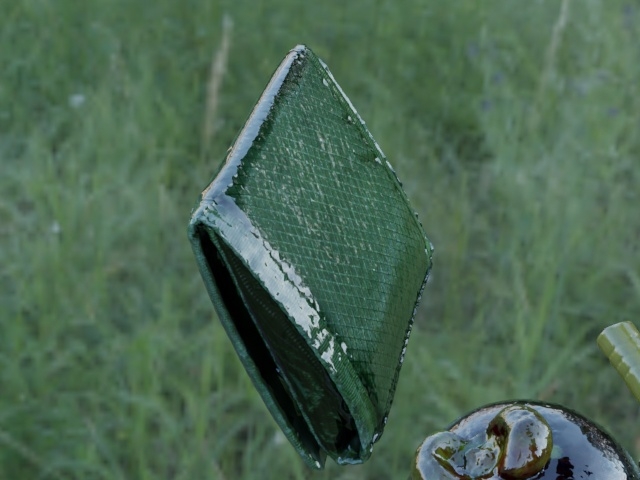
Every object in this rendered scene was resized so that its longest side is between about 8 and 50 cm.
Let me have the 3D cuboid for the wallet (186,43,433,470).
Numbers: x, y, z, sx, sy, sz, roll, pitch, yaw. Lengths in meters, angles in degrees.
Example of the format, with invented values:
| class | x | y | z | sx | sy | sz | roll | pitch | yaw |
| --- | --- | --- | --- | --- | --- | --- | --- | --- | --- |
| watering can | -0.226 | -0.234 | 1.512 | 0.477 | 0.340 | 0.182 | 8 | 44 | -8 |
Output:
| class | x | y | z | sx | sy | sz | roll | pitch | yaw |
| --- | --- | --- | --- | --- | --- | --- | --- | --- | --- |
| wallet | -0.002 | 0.001 | 0.905 | 0.055 | 0.160 | 0.236 | -21 | 20 | 20 |

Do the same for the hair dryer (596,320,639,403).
| class | x | y | z | sx | sy | sz | roll | pitch | yaw |
| --- | --- | --- | --- | --- | --- | --- | --- | --- | --- |
| hair dryer | 0.340 | 0.196 | 1.561 | 0.135 | 0.090 | 0.279 | -35 | 62 | 3 |

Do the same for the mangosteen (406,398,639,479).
| class | x | y | z | sx | sy | sz | roll | pitch | yaw |
| --- | --- | --- | --- | --- | --- | --- | --- | --- | --- |
| mangosteen | 0.217 | 0.298 | 1.829 | 0.288 | 0.288 | 0.288 | 3 | 33 | -2 |

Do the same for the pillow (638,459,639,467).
| class | x | y | z | sx | sy | sz | roll | pitch | yaw |
| --- | --- | --- | --- | --- | --- | --- | --- | --- | --- |
| pillow | 0.518 | 0.372 | 1.829 | 0.310 | 0.312 | 0.119 | -10 | -12 | 20 |
